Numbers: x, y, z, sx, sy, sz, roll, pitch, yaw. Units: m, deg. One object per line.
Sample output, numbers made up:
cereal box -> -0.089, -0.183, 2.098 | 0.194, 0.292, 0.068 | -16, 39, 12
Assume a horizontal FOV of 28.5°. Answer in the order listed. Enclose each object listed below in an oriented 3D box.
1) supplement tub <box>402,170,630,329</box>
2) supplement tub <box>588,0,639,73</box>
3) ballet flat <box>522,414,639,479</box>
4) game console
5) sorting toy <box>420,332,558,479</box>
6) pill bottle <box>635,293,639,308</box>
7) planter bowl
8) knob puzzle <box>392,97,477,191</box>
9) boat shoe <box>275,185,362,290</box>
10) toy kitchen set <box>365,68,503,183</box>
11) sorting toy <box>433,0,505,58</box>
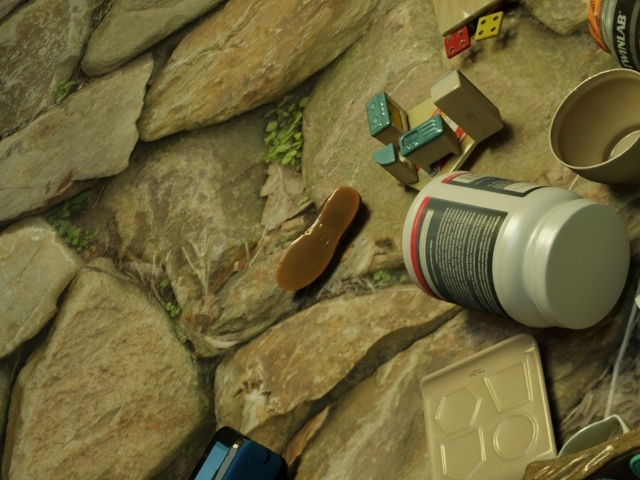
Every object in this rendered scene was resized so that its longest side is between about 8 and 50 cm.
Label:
supplement tub -> 0.262, 0.012, 1.723 | 0.272, 0.191, 0.191 | 15, 73, 51
supplement tub -> 0.520, -0.287, 1.689 | 0.193, 0.194, 0.316 | -54, 37, -2
ballet flat -> 0.375, 0.254, 1.495 | 0.342, 0.116, 0.124 | -31, 35, 33
game console -> -0.201, 0.417, 1.915 | 0.173, 0.250, 0.293 | 25, 80, 25
sorting toy -> 0.228, 0.250, 1.704 | 0.193, 0.038, 0.208 | -29, 48, 28
pill bottle -> 0.507, 0.023, 1.497 | 0.264, 0.146, 0.146 | -41, 39, 15
planter bowl -> 0.416, -0.142, 1.752 | 0.162, 0.109, 0.162 | -28, 44, 30
knob puzzle -> 0.189, -0.164, 2.071 | 0.213, 0.030, 0.213 | -27, 45, 30
boat shoe -> 0.000, 0.000, 2.116 | 0.207, 0.073, 0.073 | -51, 0, -3
toy kitchen set -> 0.161, -0.216, 2.014 | 0.207, 0.122, 0.166 | -31, 43, 26
sorting toy -> 0.265, -0.413, 2.175 | 0.132, 0.046, 0.274 | -31, 42, 25
